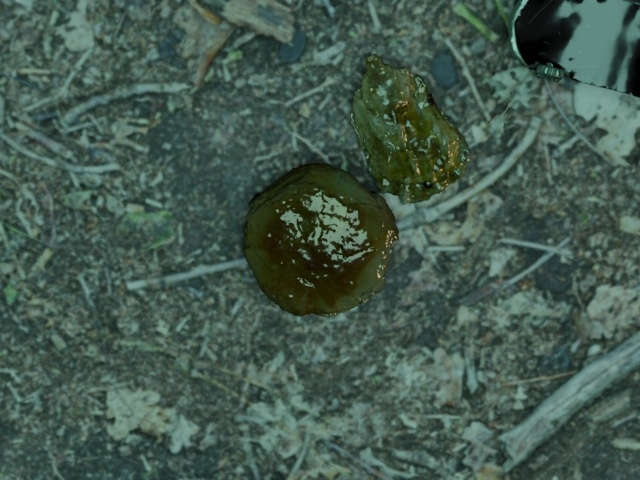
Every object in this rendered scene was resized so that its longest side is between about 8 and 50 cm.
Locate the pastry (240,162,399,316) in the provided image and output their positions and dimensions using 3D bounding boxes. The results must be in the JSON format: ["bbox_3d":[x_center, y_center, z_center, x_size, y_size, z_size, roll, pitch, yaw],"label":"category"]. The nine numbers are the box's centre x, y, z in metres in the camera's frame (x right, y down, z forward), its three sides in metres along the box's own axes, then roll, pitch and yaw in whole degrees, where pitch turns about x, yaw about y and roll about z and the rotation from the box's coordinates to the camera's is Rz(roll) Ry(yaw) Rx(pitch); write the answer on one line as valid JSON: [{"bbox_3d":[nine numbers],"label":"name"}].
[{"bbox_3d":[-0.002,0.001,1.751,0.153,0.081,0.153,-1,106,-4],"label":"pastry"}]

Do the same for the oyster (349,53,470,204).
[{"bbox_3d":[0.087,-0.105,1.759,0.122,0.045,0.146,5,103,-17],"label":"oyster"}]

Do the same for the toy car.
[{"bbox_3d":[0.277,-0.188,1.733,0.205,0.056,0.095,13,102,-6],"label":"toy car"}]
